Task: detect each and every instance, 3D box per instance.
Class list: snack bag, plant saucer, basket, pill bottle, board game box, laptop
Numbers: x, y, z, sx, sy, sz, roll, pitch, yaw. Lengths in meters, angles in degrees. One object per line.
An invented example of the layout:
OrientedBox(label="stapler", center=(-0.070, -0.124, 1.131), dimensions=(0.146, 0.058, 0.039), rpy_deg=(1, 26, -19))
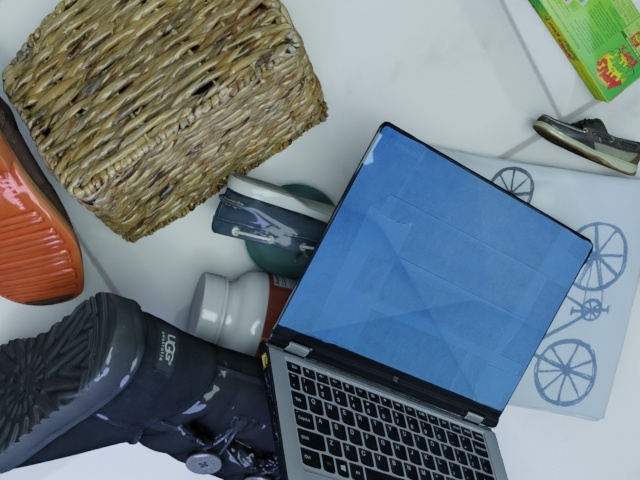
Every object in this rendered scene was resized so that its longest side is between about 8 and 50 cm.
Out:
OrientedBox(label="snack bag", center=(0.233, 0.059, 1.443), dimensions=(0.342, 0.037, 0.323), rpy_deg=(8, 101, -12))
OrientedBox(label="plant saucer", center=(-0.034, -0.012, 1.382), dimensions=(0.119, 0.021, 0.119), rpy_deg=(-2, 103, -10))
OrientedBox(label="basket", center=(-0.172, -0.172, 1.282), dimensions=(0.299, 0.223, 0.213), rpy_deg=(-35, 74, -1))
OrientedBox(label="pill bottle", center=(-0.042, 0.104, 1.357), dimensions=(0.216, 0.121, 0.121), rpy_deg=(13, 101, -13))
OrientedBox(label="board game box", center=(0.322, -0.264, 1.376), dimensions=(0.092, 0.043, 0.181), rpy_deg=(-38, 107, 1))
OrientedBox(label="laptop", center=(0.155, 0.156, 1.249), dimensions=(0.382, 0.408, 0.236), rpy_deg=(25, 129, -37))

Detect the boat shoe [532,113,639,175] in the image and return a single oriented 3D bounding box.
OrientedBox(label="boat shoe", center=(0.327, -0.126, 1.409), dimensions=(0.152, 0.056, 0.049), rpy_deg=(21, 94, -24))

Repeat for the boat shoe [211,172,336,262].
OrientedBox(label="boat shoe", center=(0.000, 0.000, 1.328), dimensions=(0.254, 0.095, 0.079), rpy_deg=(19, 100, -20))

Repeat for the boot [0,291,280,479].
OrientedBox(label="boot", center=(-0.148, 0.230, 1.347), dimensions=(0.445, 0.367, 0.146), rpy_deg=(24, 56, -35))

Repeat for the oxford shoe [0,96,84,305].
OrientedBox(label="oxford shoe", center=(-0.335, -0.062, 1.225), dimensions=(0.130, 0.133, 0.364), rpy_deg=(-10, 141, 2))
